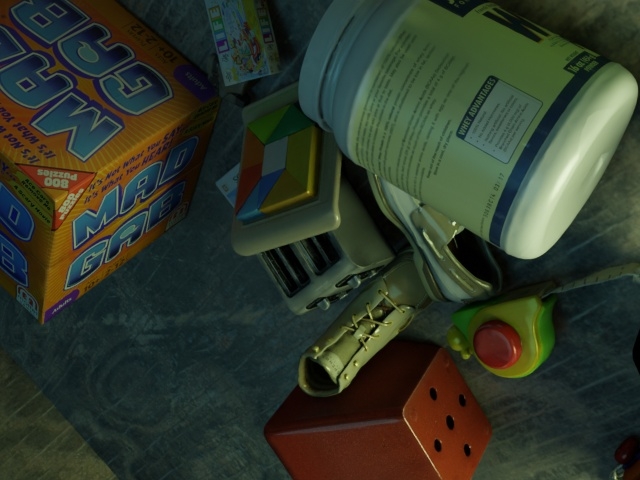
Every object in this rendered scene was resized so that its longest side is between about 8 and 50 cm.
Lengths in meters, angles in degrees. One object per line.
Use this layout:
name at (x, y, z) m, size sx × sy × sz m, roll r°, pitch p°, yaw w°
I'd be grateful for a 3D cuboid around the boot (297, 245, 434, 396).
boot at (0.072, 0.128, 1.397) m, size 0.095 × 0.203 × 0.262 m, roll 46°, pitch 143°, yaw 3°

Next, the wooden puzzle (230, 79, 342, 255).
wooden puzzle at (-0.053, -0.113, 1.315) m, size 0.221 × 0.044 × 0.239 m, roll -17°, pitch 65°, yaw 43°

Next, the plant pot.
plant pot at (0.118, 0.312, 1.490) m, size 0.235 × 0.267 × 0.267 m, roll -22°, pitch 106°, yaw 38°

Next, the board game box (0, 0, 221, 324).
board game box at (-0.439, -0.160, 1.524) m, size 0.356 × 0.356 × 0.356 m, roll 40°, pitch 142°, yaw 10°

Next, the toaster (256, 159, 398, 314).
toaster at (0.000, 0.000, 1.385) m, size 0.168 × 0.110 × 0.186 m, roll -38°, pitch 80°, yaw 41°

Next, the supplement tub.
supplement tub at (0.161, -0.152, 1.042) m, size 0.324 × 0.235 × 0.235 m, roll 33°, pitch 140°, yaw 20°

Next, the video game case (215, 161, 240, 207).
video game case at (-0.065, -0.051, 1.525) m, size 0.212 × 0.023 × 0.193 m, roll 53°, pitch 143°, yaw -5°

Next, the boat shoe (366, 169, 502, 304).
boat shoe at (0.163, -0.040, 1.250) m, size 0.103 × 0.113 × 0.302 m, roll 0°, pitch 133°, yaw 43°

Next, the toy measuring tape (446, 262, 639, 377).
toy measuring tape at (0.311, 0.117, 1.237) m, size 0.330 × 0.121 × 0.121 m, roll -20°, pitch 107°, yaw 41°

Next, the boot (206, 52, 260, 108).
boot at (-0.137, -0.257, 1.403) m, size 0.087 × 0.042 × 0.118 m, roll 43°, pitch 142°, yaw 11°

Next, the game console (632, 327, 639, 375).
game console at (0.432, 0.039, 1.005) m, size 0.043 × 0.213 × 0.361 m, roll 9°, pitch 116°, yaw -1°

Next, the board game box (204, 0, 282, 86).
board game box at (-0.114, -0.307, 1.315) m, size 0.103 × 0.026 × 0.154 m, roll -4°, pitch 103°, yaw 46°

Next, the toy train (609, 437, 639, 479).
toy train at (0.441, 0.357, 1.282) m, size 0.105 × 0.143 × 0.248 m, roll 40°, pitch 142°, yaw 12°
